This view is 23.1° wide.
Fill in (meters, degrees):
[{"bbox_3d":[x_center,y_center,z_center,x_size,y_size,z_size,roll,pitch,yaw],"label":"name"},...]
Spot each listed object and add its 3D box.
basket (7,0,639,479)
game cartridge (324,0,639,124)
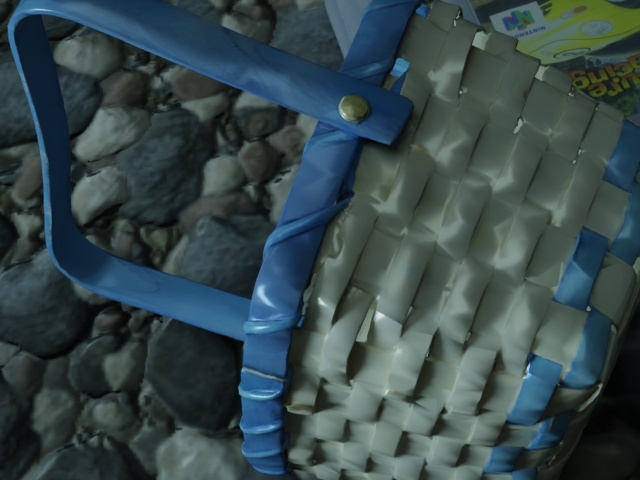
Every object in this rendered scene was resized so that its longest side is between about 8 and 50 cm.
[{"bbox_3d":[0.000,0.000,0.728,0.289,0.255,0.201,17,64,4],"label":"basket"},{"bbox_3d":[0.165,-0.117,0.891,0.294,0.060,0.196,-19,56,0],"label":"game cartridge"}]
